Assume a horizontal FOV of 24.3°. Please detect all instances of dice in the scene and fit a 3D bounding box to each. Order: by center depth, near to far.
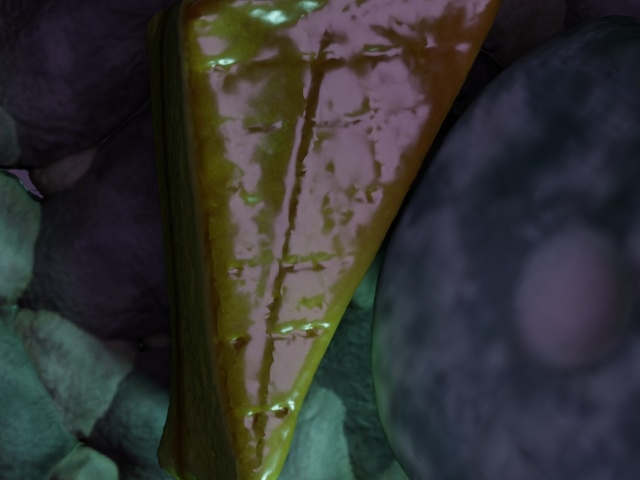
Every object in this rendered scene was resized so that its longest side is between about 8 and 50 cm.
[{"bbox_3d":[0.263,0.068,0.993,0.348,0.330,0.328,12,113,-44],"label":"dice"}]

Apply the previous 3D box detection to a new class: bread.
[{"bbox_3d":[0.000,0.000,1.055,0.245,0.233,0.361,-5,96,-13],"label":"bread"}]
